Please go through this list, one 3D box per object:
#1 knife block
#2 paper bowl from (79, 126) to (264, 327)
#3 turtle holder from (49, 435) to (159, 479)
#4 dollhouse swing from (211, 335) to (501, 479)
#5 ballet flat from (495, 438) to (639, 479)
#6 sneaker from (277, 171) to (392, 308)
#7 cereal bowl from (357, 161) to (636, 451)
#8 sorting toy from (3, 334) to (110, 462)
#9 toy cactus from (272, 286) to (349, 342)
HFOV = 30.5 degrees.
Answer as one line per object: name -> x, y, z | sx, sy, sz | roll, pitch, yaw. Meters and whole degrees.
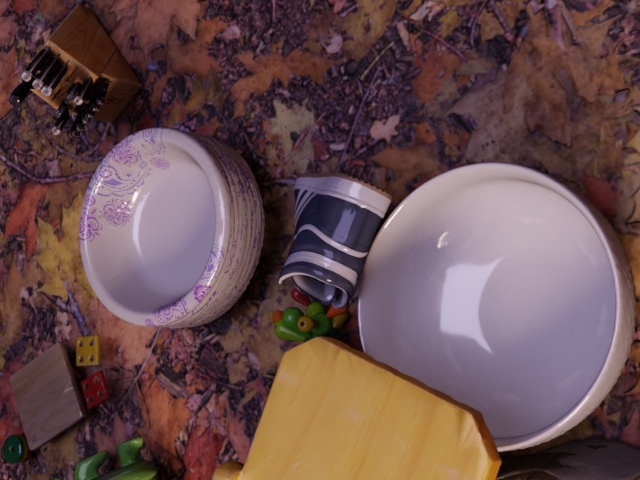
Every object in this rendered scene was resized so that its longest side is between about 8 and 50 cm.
knife block -> -0.410, -0.275, 1.818 | 0.088, 0.242, 0.275 | -47, 61, 22
paper bowl -> -0.201, -0.015, 1.699 | 0.284, 0.148, 0.284 | -5, 82, 35
turtle holder -> -0.349, 0.449, 1.705 | 0.320, 0.243, 0.227 | -27, 87, 21
dollhouse swing -> 0.083, 0.325, 1.406 | 0.347, 0.315, 0.305 | 23, 83, 34
ballet flat -> 0.271, 0.284, 1.386 | 0.250, 0.084, 0.058 | -13, 111, 33
sneaker -> 0.000, 0.000, 1.495 | 0.282, 0.099, 0.153 | 180, 112, -78
cereal bowl -> 0.219, 0.080, 1.393 | 0.339, 0.141, 0.339 | -4, 83, 35
sorting toy -> -0.423, 0.247, 1.893 | 0.274, 0.046, 0.132 | -35, 66, 28
toy cactus -> 0.020, 0.146, 1.536 | 0.112, 0.219, 0.180 | -39, 106, 0
